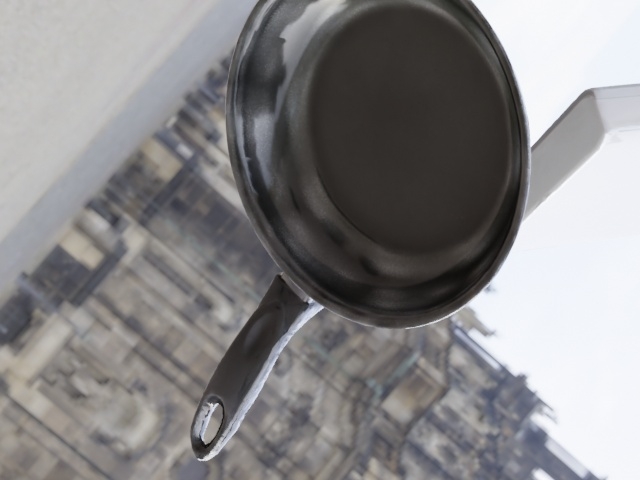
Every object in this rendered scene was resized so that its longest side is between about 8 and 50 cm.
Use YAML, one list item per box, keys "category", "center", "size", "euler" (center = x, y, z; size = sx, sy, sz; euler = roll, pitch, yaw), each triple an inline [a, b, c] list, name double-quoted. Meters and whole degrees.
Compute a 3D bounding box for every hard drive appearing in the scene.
- category: "hard drive"
  center: [0.321, -0.064, 0.972]
  size: [0.353, 0.047, 0.233]
  euler: [-7, 161, -18]

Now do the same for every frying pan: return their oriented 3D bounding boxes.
- category: "frying pan"
  center: [0.023, 0.007, 0.666]
  size: [0.053, 0.197, 0.326]
  euler: [-19, 123, -46]
